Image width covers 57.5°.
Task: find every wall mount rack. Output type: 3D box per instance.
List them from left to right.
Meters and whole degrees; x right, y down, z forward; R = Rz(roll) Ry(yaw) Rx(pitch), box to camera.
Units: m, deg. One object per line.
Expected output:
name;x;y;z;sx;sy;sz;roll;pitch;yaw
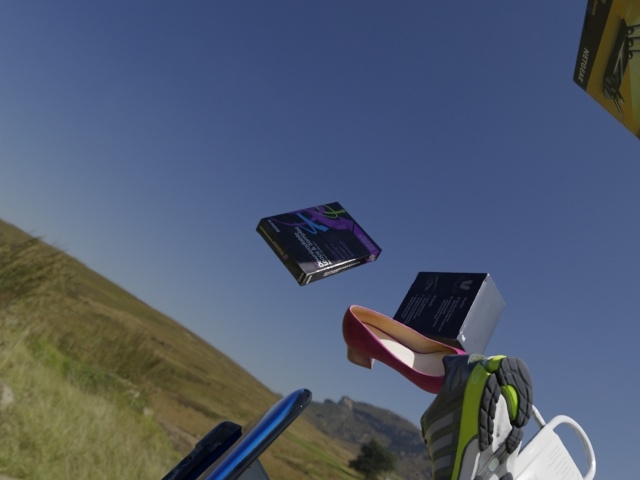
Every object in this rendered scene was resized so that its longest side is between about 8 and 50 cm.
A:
wall mount rack;0.330;0.438;0.910;0.130;0.350;0.304;-40;-106;44

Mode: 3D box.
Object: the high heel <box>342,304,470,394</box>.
high heel;0.152;0.163;0.903;0.244;0.082;0.117;14;-44;19

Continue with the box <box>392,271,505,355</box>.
box;0.234;0.144;1.087;0.158;0.156;0.093;-2;-47;46

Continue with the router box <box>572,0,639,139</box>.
router box;0.520;-0.290;0.901;0.243;0.081;0.309;57;0;29

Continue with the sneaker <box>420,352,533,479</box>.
sneaker;0.185;0.288;0.765;0.111;0.300;0.121;19;-5;-26

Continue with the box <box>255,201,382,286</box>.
box;0.000;0.000;0.864;0.116;0.162;0.029;49;-47;24

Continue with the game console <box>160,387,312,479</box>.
game console;-0.103;0.264;0.371;0.173;0.293;0.250;1;-59;49
